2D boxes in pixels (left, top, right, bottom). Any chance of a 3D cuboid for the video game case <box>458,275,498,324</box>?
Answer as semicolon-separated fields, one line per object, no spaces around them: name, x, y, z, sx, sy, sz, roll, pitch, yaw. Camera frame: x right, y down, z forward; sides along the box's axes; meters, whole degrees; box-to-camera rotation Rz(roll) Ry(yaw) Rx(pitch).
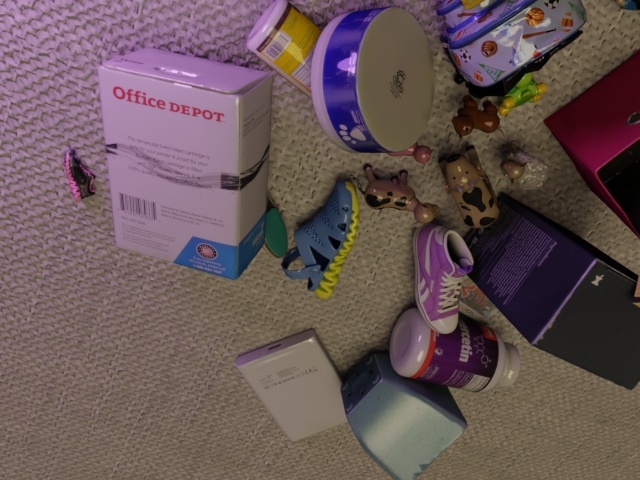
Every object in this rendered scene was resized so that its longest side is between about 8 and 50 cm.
video game case;0.432;0.117;1.577;0.184;0.023;0.201;32;115;-23

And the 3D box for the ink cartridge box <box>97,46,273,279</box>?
ink cartridge box;-0.259;-0.152;1.194;0.286;0.166;0.394;15;124;12

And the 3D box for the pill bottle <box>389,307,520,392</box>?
pill bottle;0.359;0.299;1.594;0.323;0.181;0.181;15;120;-16

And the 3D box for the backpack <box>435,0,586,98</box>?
backpack;0.344;-0.398;1.087;0.277;0.263;0.213;-38;112;18

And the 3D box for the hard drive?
hard drive;-0.055;0.421;1.712;0.233;0.047;0.353;-22;122;8

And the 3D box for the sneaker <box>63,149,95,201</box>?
sneaker;-0.522;-0.144;1.304;0.057;0.047;0.119;-17;127;-21

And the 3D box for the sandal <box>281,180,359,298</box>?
sandal;0.000;0.000;1.402;0.138;0.126;0.317;15;119;-10

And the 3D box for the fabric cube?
fabric cube;0.680;-0.198;1.257;0.254;0.258;0.259;-38;119;19

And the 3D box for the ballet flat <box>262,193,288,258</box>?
ballet flat;-0.145;-0.069;1.368;0.086;0.086;0.248;-16;119;5

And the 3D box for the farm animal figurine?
farm animal figurine;0.284;-0.124;1.296;0.327;0.172;0.330;34;124;-31

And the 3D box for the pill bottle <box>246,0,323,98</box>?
pill bottle;-0.028;-0.357;1.164;0.215;0.117;0.117;34;114;-24

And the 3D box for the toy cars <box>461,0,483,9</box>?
toy cars;0.249;-0.580;0.955;0.177;0.087;0.393;15;95;19

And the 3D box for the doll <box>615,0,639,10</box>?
doll;0.634;-0.514;1.171;0.129;0.046;0.189;-30;121;14

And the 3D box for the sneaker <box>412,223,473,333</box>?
sneaker;0.298;0.103;1.415;0.102;0.161;0.281;-19;103;-21

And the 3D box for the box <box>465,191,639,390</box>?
box;0.537;0.098;1.337;0.294;0.395;0.211;26;105;-20

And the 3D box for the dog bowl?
dog bowl;0.106;-0.297;1.129;0.104;0.265;0.264;9;134;40

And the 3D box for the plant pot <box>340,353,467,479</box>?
plant pot;0.197;0.454;1.635;0.252;0.247;0.248;39;100;-14

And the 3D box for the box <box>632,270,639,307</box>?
box;0.657;0.021;1.114;0.058;0.087;0.232;27;72;-22

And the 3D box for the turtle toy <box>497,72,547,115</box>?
turtle toy;0.413;-0.317;1.246;0.095;0.130;0.066;-23;82;4
